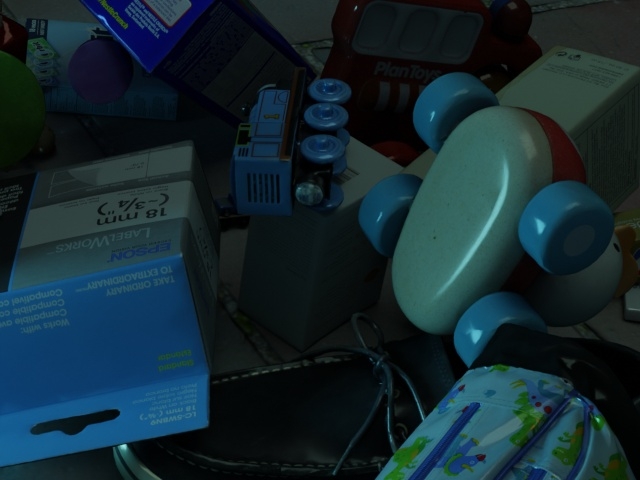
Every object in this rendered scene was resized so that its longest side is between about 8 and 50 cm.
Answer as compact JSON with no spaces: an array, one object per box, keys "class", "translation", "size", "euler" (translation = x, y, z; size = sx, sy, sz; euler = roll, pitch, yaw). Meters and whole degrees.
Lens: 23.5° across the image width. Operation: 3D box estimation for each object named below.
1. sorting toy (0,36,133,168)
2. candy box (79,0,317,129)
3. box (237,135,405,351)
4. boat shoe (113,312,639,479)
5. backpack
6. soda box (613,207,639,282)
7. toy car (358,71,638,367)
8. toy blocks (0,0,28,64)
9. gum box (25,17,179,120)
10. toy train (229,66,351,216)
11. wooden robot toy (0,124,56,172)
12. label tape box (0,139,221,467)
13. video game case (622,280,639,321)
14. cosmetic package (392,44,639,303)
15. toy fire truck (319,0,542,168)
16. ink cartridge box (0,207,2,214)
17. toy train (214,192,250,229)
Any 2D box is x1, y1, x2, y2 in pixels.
[{"class":"sorting toy","translation":[-0.372,-0.139,1.631],"size":[0.365,0.127,0.126],"euler":[-18,14,0]},{"class":"candy box","translation":[-0.167,-0.267,1.705],"size":[0.268,0.122,0.317],"euler":[46,5,19]},{"class":"box","translation":[0.000,0.000,1.530],"size":[0.091,0.170,0.130],"euler":[33,42,26]},{"class":"boat shoe","translation":[0.070,0.154,1.357],"size":[0.500,0.156,0.187],"euler":[2,39,-9]},{"class":"backpack","translation":[0.120,0.276,1.100],"size":[0.355,0.290,0.273],"euler":[-31,26,-29]},{"class":"soda box","translation":[0.314,0.011,1.663],"size":[0.181,0.061,0.058],"euler":[-10,36,-11]},{"class":"toy car","translation":[0.198,-0.003,1.343],"size":[0.238,0.210,0.219],"euler":[10,28,-36]},{"class":"toy blocks","translation":[-0.445,-0.251,1.592],"size":[0.260,0.381,0.191],"euler":[-13,71,25]},{"class":"gum box","translation":[-0.266,-0.207,1.855],"size":[0.184,0.041,0.157],"euler":[4,37,-11]},{"class":"toy train","translation":[-0.026,-0.094,1.443],"size":[0.105,0.080,0.184],"euler":[3,38,2]},{"class":"wooden robot toy","translation":[-0.334,-0.119,1.719],"size":[0.079,0.076,0.173],"euler":[31,25,-37]},{"class":"label tape box","translation":[-0.219,0.049,1.383],"size":[0.240,0.106,0.334],"euler":[-12,30,4]},{"class":"video game case","translation":[0.409,0.046,1.685],"size":[0.157,0.019,0.143],"euler":[6,35,5]},{"class":"cosmetic package","translation":[0.206,-0.057,1.577],"size":[0.113,0.160,0.309],"euler":[22,43,34]},{"class":"toy fire truck","translation":[0.124,-0.155,1.683],"size":[0.302,0.254,0.169],"euler":[2,35,-31]},{"class":"ink cartridge box","translation":[-0.482,-0.109,1.391],"size":[0.309,0.272,0.130],"euler":[2,33,27]},{"class":"toy train","translation":[-0.051,-0.040,1.685],"size":[0.158,0.036,0.027],"euler":[-9,40,-24]}]
